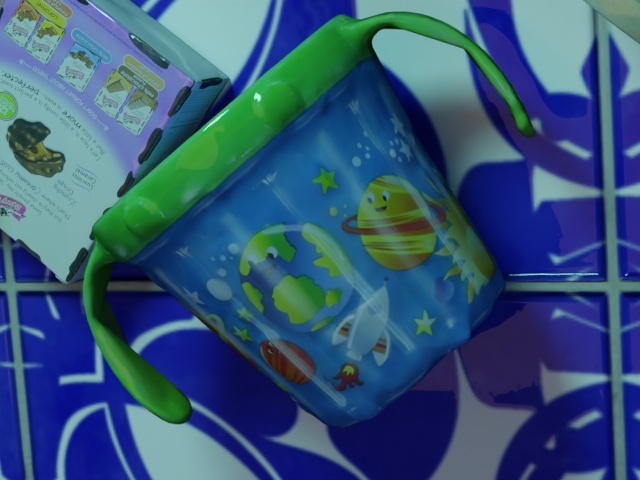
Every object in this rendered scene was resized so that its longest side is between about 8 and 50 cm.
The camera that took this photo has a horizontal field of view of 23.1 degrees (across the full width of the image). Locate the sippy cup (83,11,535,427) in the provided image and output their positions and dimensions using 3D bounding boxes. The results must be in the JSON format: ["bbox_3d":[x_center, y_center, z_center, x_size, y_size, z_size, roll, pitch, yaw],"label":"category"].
[{"bbox_3d":[0.000,0.000,1.090,0.224,0.240,0.305,49,137,-5],"label":"sippy cup"}]

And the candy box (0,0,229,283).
[{"bbox_3d":[-0.195,-0.094,1.216,0.165,0.070,0.196,39,109,10],"label":"candy box"}]

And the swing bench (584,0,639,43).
[{"bbox_3d":[0.235,-0.262,0.925,0.165,0.254,0.253,41,110,10],"label":"swing bench"}]
